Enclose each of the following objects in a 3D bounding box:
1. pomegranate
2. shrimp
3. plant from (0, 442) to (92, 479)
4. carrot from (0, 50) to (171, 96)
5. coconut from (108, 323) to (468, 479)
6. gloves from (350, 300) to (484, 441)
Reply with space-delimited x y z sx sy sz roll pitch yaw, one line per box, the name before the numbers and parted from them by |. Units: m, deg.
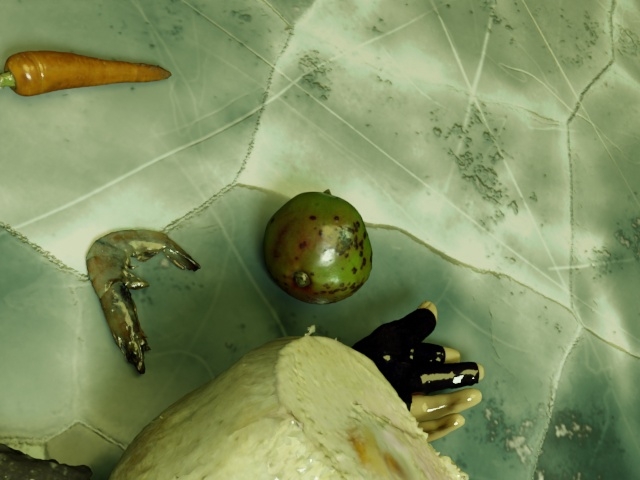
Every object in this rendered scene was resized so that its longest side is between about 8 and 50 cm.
pomegranate | 0.000 0.000 1.240 0.159 0.159 0.205 30 33 -13
shrimp | -0.219 0.071 1.153 0.148 0.035 0.195 -12 73 -34
plant | -0.305 0.303 0.942 0.194 0.129 0.132 30 57 -10
carrot | -0.324 -0.238 1.221 0.257 0.061 0.061 -12 75 -35
coconut | -0.051 0.324 0.923 0.405 0.404 0.404 11 63 -24
gloves | 0.114 0.188 1.207 0.301 0.152 0.197 -2 96 -40
